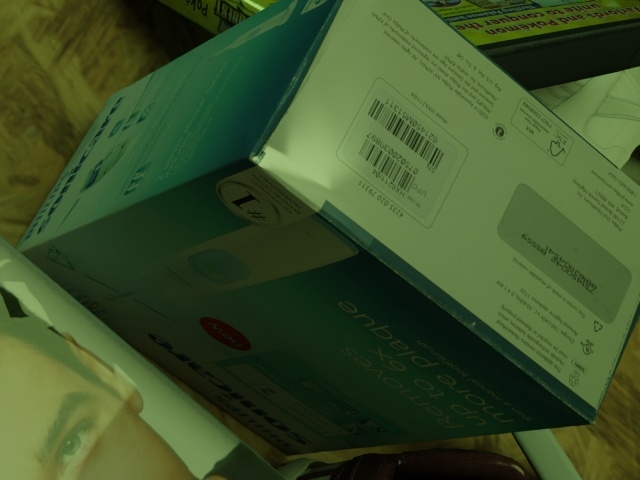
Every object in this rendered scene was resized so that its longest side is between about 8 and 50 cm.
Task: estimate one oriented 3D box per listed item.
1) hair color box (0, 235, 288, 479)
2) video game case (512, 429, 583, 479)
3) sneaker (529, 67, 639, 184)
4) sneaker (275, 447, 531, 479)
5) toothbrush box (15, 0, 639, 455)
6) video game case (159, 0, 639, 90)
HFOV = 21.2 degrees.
[{"bbox_3d":[-0.109,0.179,0.859,0.374,0.113,0.185,42,61,-16],"label":"hair color box"},{"bbox_3d":[0.166,0.183,1.015,0.201,0.023,0.183,60,2,39],"label":"video game case"},{"bbox_3d":[0.134,-0.070,1.149,0.305,0.114,0.152,-17,82,-40],"label":"sneaker"},{"bbox_3d":[0.110,0.202,0.995,0.281,0.162,0.106,28,58,-25],"label":"sneaker"},{"bbox_3d":[0.000,0.000,0.898,0.216,0.295,0.126,38,65,-21],"label":"toothbrush box"},{"bbox_3d":[0.046,-0.154,1.063,0.275,0.248,0.035,-15,126,-40],"label":"video game case"}]
